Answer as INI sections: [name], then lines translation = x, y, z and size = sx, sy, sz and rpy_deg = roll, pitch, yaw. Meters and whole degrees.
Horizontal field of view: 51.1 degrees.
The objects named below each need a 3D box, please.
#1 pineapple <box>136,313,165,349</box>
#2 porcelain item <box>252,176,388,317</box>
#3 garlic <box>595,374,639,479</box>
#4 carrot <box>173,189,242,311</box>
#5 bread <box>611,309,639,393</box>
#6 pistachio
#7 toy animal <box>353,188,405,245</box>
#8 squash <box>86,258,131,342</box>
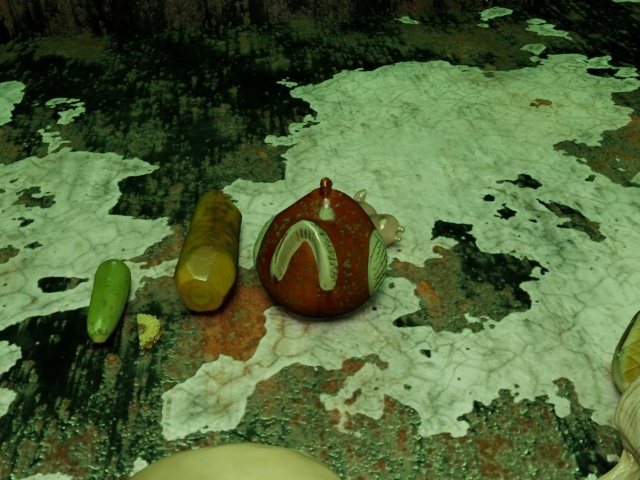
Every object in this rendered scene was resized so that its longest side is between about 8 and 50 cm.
[pineapple]
translation = -0.293, 0.154, 1.155
size = 0.045, 0.019, 0.083
rpy_deg = -17, 39, -10
[porcelain item]
translation = 0.000, 0.000, 1.174
size = 0.253, 0.253, 0.253
rpy_deg = -1, 36, 1
[garlic]
translation = 0.428, 0.287, 0.857
size = 0.226, 0.199, 0.199
rpy_deg = -37, 38, 9
[carrot]
translation = -0.205, 0.012, 1.270
size = 0.114, 0.114, 0.302
rpy_deg = -2, 34, 1
[bread]
translation = 0.501, 0.180, 1.050
size = 0.073, 0.053, 0.214
rpy_deg = 22, 40, 23
[pistachio]
translation = -0.090, 0.334, 0.753
size = 0.318, 0.193, 0.214
rpy_deg = -5, 23, 15
[toy animal]
translation = 0.100, -0.037, 1.343
size = 0.150, 0.089, 0.083
rpy_deg = 26, 40, 20
[squash]
translation = -0.377, 0.104, 1.186
size = 0.066, 0.066, 0.201
rpy_deg = -4, 36, -3
